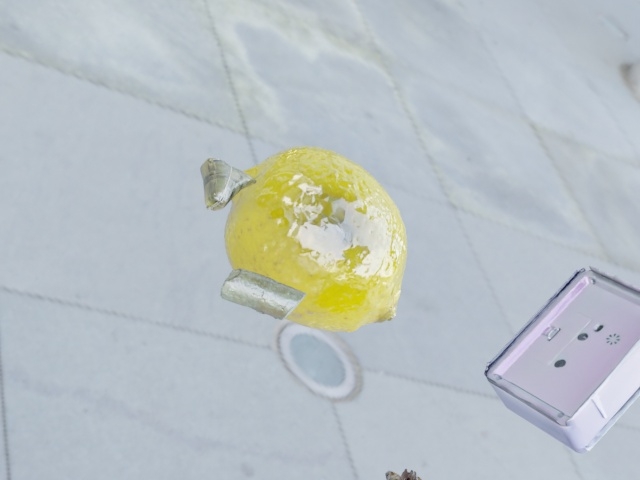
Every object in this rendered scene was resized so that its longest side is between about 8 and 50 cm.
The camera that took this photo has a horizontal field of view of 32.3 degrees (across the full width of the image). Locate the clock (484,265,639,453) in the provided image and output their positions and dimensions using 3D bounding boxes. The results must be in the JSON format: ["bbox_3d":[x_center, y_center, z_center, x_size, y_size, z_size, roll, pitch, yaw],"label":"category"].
[{"bbox_3d":[0.306,0.133,1.272,0.144,0.193,0.073,30,-20,51],"label":"clock"}]

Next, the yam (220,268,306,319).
[{"bbox_3d":[-0.067,0.063,1.278,0.094,0.043,0.043,22,32,-2],"label":"yam"}]

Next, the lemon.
[{"bbox_3d":[0.000,0.000,1.607,0.310,0.253,0.253,41,30,-1],"label":"lemon"}]

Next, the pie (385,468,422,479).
[{"bbox_3d":[0.078,0.256,1.020,0.033,0.191,0.088,-16,79,-6],"label":"pie"}]

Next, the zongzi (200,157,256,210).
[{"bbox_3d":[-0.113,-0.061,1.411,0.083,0.040,0.076,24,41,-35],"label":"zongzi"}]
